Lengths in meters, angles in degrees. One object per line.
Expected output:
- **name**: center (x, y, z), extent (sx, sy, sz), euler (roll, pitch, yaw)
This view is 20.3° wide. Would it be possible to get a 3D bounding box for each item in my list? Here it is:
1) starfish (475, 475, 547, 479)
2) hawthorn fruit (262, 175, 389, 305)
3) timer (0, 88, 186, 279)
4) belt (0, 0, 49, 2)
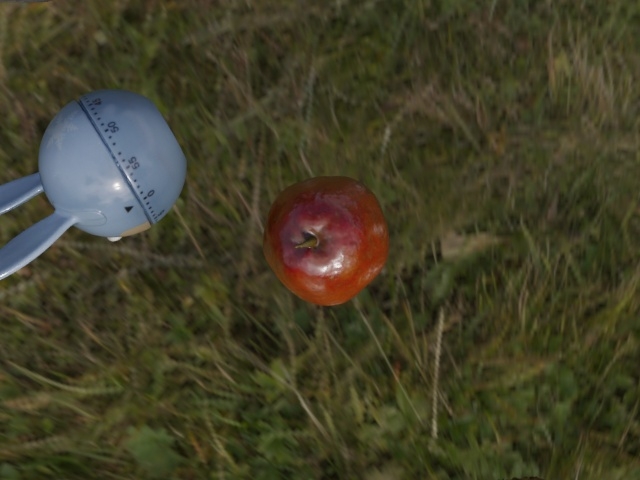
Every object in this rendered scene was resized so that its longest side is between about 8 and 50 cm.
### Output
- **starfish**: center (0.105, 0.154, 1.004), extent (0.240, 0.227, 0.043), euler (5, 76, -28)
- **hawthorn fruit**: center (0.009, -0.001, 1.691), extent (0.125, 0.140, 0.125), euler (2, 83, -17)
- **timer**: center (-0.253, -0.046, 1.907), extent (0.175, 0.175, 0.255), euler (44, 100, 14)
- **belt**: center (-0.189, -0.260, 0.942), extent (0.117, 0.212, 0.347), euler (-1, 39, -6)
